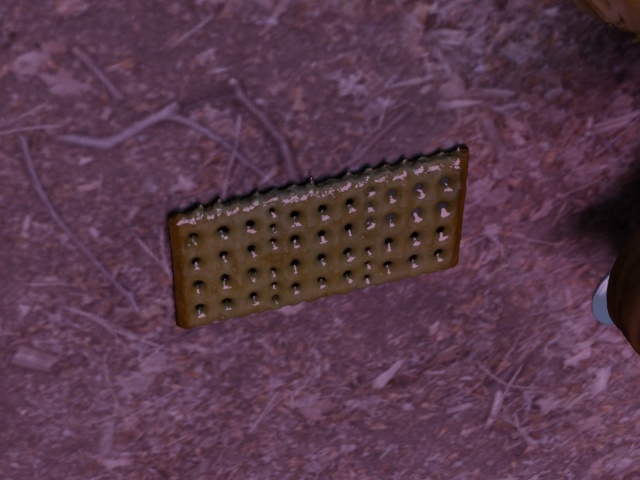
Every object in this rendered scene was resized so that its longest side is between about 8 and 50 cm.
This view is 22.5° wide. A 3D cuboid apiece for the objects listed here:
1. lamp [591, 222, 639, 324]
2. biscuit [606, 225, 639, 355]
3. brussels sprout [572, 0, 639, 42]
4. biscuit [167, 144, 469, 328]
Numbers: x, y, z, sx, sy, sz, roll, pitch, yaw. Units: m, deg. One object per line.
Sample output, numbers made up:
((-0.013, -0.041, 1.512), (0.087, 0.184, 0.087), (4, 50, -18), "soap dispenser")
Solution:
((0.359, 0.004, 1.274), (0.284, 0.147, 0.209), (-27, 142, 19), "lamp")
((0.325, -0.101, 0.992), (0.368, 0.076, 0.394), (-18, 122, -25), "biscuit")
((0.210, -0.202, 1.004), (0.122, 0.151, 0.149), (-47, 124, -15), "brussels sprout")
((0.000, 0.000, 1.217), (0.231, 0.016, 0.139), (-12, 140, -11), "biscuit")
